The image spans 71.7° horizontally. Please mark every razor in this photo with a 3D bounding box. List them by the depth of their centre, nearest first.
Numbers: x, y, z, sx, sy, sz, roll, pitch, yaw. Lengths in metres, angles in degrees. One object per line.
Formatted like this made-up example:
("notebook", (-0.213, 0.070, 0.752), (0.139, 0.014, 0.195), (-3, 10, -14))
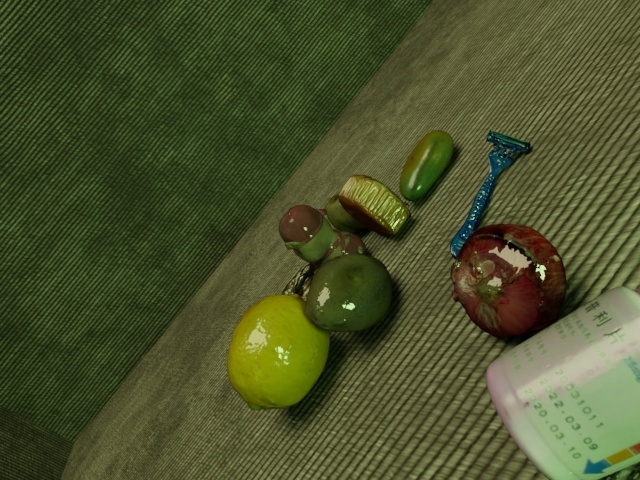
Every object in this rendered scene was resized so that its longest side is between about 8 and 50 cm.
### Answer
("razor", (0.350, -0.090, 0.953), (0.324, 0.093, 0.056), (-61, -18, -18))

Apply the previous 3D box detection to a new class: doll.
("doll", (-0.002, 0.003, 1.232), (0.152, 0.256, 0.196), (-51, 19, 13))

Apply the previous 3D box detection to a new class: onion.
("onion", (0.299, 0.060, 0.680), (0.184, 0.147, 0.184), (179, 90, -67))

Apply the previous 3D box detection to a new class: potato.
("potato", (0.064, 0.116, 0.992), (0.178, 0.160, 0.235), (-4, 18, 43))

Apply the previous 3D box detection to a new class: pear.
("pear", (0.099, -0.097, 1.374), (0.167, 0.136, 0.167), (-44, 17, 17))

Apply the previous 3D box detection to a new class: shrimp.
("shrimp", (-0.057, 0.145, 1.389), (0.254, 0.059, 0.145), (-48, 22, 6))

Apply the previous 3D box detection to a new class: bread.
("bread", (0.139, -0.090, 1.196), (0.104, 0.199, 0.199), (-52, 20, -3))

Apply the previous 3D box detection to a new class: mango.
("mango", (0.286, -0.208, 1.236), (0.237, 0.091, 0.137), (-53, 14, -9))

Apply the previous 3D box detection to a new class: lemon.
("lemon", (-0.094, 0.250, 1.021), (0.233, 0.233, 0.288), (-28, 33, 47))

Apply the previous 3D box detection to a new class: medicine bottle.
("medicine bottle", (0.318, 0.133, 0.460), (0.254, 0.152, 0.152), (-43, 21, 22))
